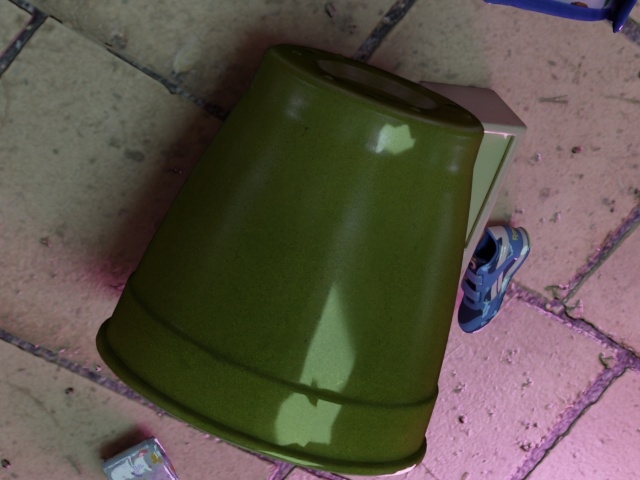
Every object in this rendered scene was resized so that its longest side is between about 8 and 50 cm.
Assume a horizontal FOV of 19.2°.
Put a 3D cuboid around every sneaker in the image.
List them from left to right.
[{"bbox_3d":[0.193,0.042,2.253,0.059,0.053,0.144,14,108,-36],"label":"sneaker"}]

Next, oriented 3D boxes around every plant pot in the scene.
[{"bbox_3d":[0.000,0.000,1.945,0.366,0.366,0.353,12,107,-34],"label":"plant pot"}]

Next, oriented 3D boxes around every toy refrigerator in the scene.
[{"bbox_3d":[0.126,-0.035,2.128,0.102,0.094,0.269,4,122,-31],"label":"toy refrigerator"}]

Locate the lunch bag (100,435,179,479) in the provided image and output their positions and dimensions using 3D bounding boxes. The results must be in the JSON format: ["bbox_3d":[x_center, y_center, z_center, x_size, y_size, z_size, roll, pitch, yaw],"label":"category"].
[{"bbox_3d":[-0.211,0.264,2.205,0.071,0.053,0.083,-30,142,-2],"label":"lunch bag"}]

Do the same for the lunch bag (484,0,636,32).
[{"bbox_3d":[0.270,-0.388,1.845,0.385,0.239,0.328,2,125,-55],"label":"lunch bag"}]
